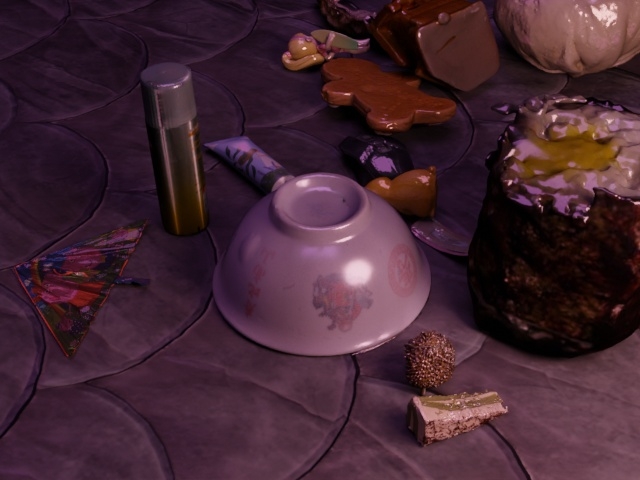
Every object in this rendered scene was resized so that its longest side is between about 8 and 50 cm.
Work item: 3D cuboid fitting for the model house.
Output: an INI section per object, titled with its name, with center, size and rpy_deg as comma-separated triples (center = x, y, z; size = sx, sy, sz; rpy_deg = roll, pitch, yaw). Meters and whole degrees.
[model house]
center = 0.214, -0.410, 1.853
size = 0.199, 0.220, 0.229
rpy_deg = -31, 41, -18

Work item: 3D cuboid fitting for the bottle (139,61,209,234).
[bottle]
center = -0.229, -0.141, 1.477
size = 0.082, 0.286, 0.082
rpy_deg = -1, 39, 0

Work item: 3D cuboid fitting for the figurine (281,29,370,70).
[figurine]
center = 0.011, -0.400, 1.952
size = 0.187, 0.083, 0.083
rpy_deg = -2, 40, 1

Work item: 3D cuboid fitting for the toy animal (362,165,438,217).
[toy animal]
center = 0.116, -0.084, 1.555
size = 0.159, 0.083, 0.070
rpy_deg = 0, 25, 14

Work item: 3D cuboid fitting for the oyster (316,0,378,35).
[oyster]
center = 0.082, -0.496, 2.074
size = 0.128, 0.079, 0.345
rpy_deg = -7, 33, -41

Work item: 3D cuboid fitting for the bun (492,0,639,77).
[bun]
center = 0.538, -0.459, 1.895
size = 0.365, 0.219, 0.365
rpy_deg = -12, 28, 7

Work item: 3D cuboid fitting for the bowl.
[bowl]
center = 0.000, 0.000, 1.404
size = 0.345, 0.157, 0.345
rpy_deg = -1, 39, 1

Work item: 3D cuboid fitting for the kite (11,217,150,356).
[kite]
center = -0.382, 0.057, 1.454
size = 0.233, 0.016, 0.321
rpy_deg = 8, 40, 10

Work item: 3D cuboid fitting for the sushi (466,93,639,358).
[sushi]
center = 0.360, -0.030, 1.320
size = 0.281, 0.294, 0.299
rpy_deg = 9, 40, 11

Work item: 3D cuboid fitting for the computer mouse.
[computer mouse]
center = 0.103, -0.147, 1.652
size = 0.105, 0.062, 0.192
rpy_deg = -18, 44, -19

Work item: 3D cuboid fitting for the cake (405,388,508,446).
[cake]
center = 0.178, 0.231, 1.223
size = 0.140, 0.055, 0.051
rpy_deg = -1, 35, -27

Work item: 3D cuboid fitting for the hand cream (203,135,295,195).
[hand cream]
center = -0.115, -0.129, 1.653
size = 0.088, 0.055, 0.256
rpy_deg = -19, 36, -27

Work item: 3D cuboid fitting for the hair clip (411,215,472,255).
[hair clip]
center = 0.207, -0.004, 1.503
size = 0.054, 0.022, 0.137
rpy_deg = -30, 38, -31

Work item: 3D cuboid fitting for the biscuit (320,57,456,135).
[biscuit]
center = 0.111, -0.283, 1.816
size = 0.216, 0.047, 0.339
rpy_deg = -15, 34, -28

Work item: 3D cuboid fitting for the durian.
[durian]
center = 0.147, 0.166, 1.267
size = 0.080, 0.091, 0.080
rpy_deg = 10, 2, 0
